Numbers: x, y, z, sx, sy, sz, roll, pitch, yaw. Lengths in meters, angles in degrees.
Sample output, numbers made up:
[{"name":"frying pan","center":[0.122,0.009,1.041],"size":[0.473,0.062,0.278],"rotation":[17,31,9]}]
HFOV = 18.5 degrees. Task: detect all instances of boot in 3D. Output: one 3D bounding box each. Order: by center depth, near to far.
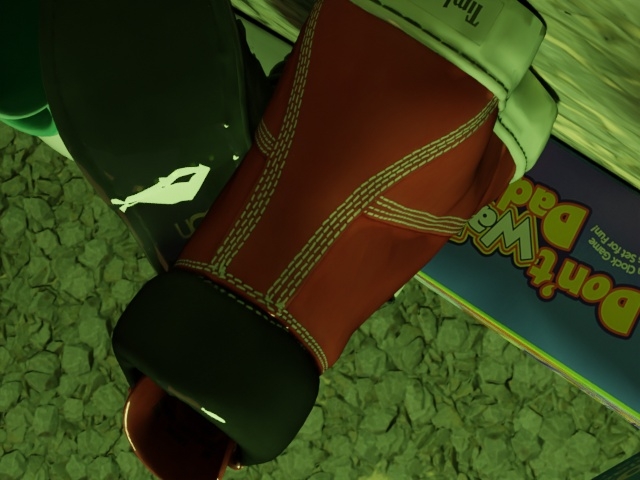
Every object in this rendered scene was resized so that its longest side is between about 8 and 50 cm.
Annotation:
[{"name":"boot","center":[0.000,0.000,0.656],"size":[0.088,0.176,0.244],"rotation":[32,-179,8]},{"name":"boot","center":[-0.036,-0.055,0.957],"size":[0.229,0.091,0.263],"rotation":[-53,-52,-68]}]

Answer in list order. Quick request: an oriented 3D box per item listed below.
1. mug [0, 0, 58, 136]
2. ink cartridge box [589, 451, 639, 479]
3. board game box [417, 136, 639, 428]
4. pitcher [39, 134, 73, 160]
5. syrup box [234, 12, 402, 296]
[{"name":"mug","center":[-0.169,-0.114,0.884],"size":[0.097,0.158,0.129],"rotation":[13,-157,23]},{"name":"ink cartridge box","center":[0.179,0.173,0.439],"size":[0.285,0.166,0.395],"rotation":[61,-178,4]},{"name":"board game box","center":[0.141,0.035,0.953],"size":[0.233,0.078,0.347],"rotation":[34,180,13]},{"name":"pitcher","center":[-0.111,-0.119,1.028],"size":[0.178,0.125,0.207],"rotation":[14,157,38]},{"name":"syrup box","center":[-0.030,-0.070,1.211],"size":[0.237,0.096,0.093],"rotation":[34,179,32]}]
